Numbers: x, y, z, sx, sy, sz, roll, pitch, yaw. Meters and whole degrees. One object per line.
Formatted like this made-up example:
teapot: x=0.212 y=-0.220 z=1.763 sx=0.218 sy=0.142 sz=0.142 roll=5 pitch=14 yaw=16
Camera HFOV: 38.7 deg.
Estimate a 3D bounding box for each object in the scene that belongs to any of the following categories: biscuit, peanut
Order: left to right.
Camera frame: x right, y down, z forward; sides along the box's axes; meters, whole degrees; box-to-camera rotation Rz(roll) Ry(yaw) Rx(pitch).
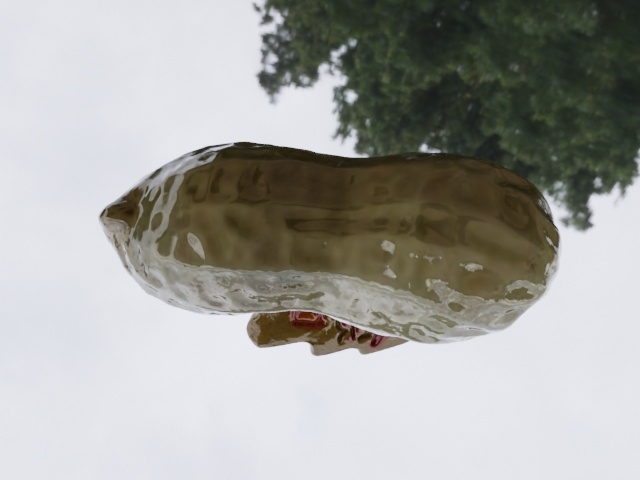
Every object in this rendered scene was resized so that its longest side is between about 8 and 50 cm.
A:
peanut: x=0.000 y=0.000 z=0.585 sx=0.299 sy=0.136 sz=0.120 roll=5 pitch=-115 yaw=12
biscuit: x=0.029 y=0.067 z=1.081 sx=0.239 sy=0.212 sz=0.041 roll=23 pitch=-159 yaw=-16
